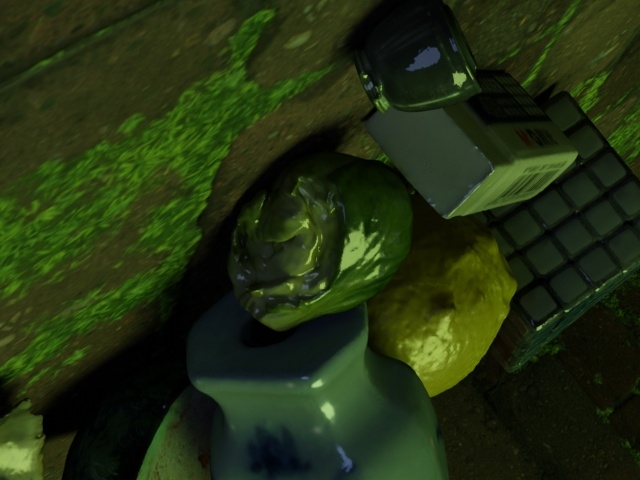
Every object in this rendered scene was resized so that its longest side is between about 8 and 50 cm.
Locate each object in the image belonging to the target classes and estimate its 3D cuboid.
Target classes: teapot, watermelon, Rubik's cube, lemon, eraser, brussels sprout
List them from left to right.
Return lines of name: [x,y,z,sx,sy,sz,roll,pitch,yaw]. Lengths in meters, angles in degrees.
watermelon: [-0.160,0.219,1.485,0.224,0.180,0.305,-42,159,16]
brussels sprout: [0.005,-0.002,1.266,0.145,0.131,0.183,-18,149,-52]
lemon: [0.086,0.066,1.534,0.288,0.233,0.233,-26,163,-37]
teapot: [0.075,-0.137,1.090,0.091,0.092,0.124,-24,164,11]
eraser: [0.158,-0.099,1.371,0.081,0.124,0.279,-45,167,23]
Rubik's cube: [0.271,-0.007,1.755,0.237,0.238,0.237,-34,168,-13]

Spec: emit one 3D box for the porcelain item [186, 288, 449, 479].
porcelain item: [0.012,0.239,1.415,0.242,0.405,0.178,-2,-144,26]

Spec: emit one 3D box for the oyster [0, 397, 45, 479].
oyster: [-0.371,0.222,1.137,0.396,0.111,0.204,-24,144,-46]
